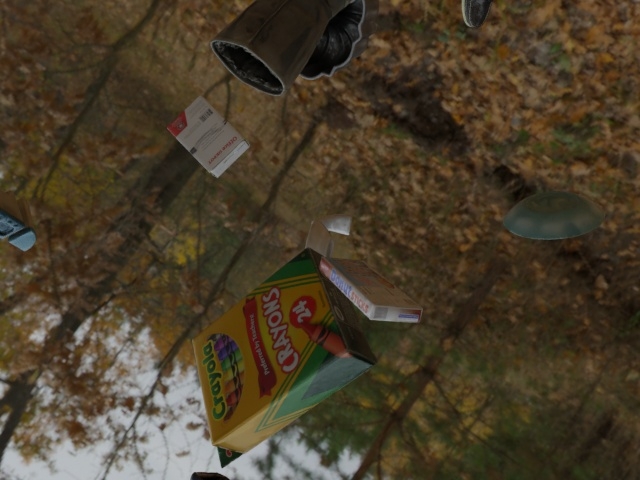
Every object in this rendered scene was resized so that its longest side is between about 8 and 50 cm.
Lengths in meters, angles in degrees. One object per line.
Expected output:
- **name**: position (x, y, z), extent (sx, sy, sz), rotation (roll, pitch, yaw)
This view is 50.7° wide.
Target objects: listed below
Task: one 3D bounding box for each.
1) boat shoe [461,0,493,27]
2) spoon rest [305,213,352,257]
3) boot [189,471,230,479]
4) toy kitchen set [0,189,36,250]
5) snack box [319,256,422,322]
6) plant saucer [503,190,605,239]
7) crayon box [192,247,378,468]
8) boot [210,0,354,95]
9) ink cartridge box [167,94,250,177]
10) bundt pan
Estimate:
- **boat shoe**: position (0.288, -0.450, 1.194), extent (0.056, 0.152, 0.049), rotation (-6, -147, -15)
- **spoon rest**: position (0.000, 0.000, 1.570), extent (0.084, 0.137, 0.276), rotation (12, -158, 14)
- **boot**: position (-0.149, 0.430, 1.092), extent (0.069, 0.086, 0.190), rotation (28, 178, 45)
- **toy kitchen set**: position (-0.519, -0.005, 0.953), extent (0.122, 0.166, 0.207), rotation (65, -177, 25)
- **snack box**: position (0.057, 0.057, 0.838), extent (0.064, 0.022, 0.178), rotation (6, -166, -21)
- **plant saucer**: position (0.465, -0.061, 1.354), extent (0.195, 0.195, 0.037), rotation (30, 139, 55)
- **crayon box**: position (-0.085, 0.185, 1.047), extent (0.081, 0.318, 0.202), rotation (32, -154, -43)
- **boot**: position (-0.065, -0.292, 0.822), extent (0.190, 0.208, 0.076), rotation (34, 160, 8)
- **ink cartridge box**: position (-0.225, -0.209, 1.369), extent (0.135, 0.099, 0.056), rotation (46, 179, 11)
- **bundt pan**: position (0.005, -0.554, 1.595), extent (0.331, 0.331, 0.124), rotation (34, -143, 26)
